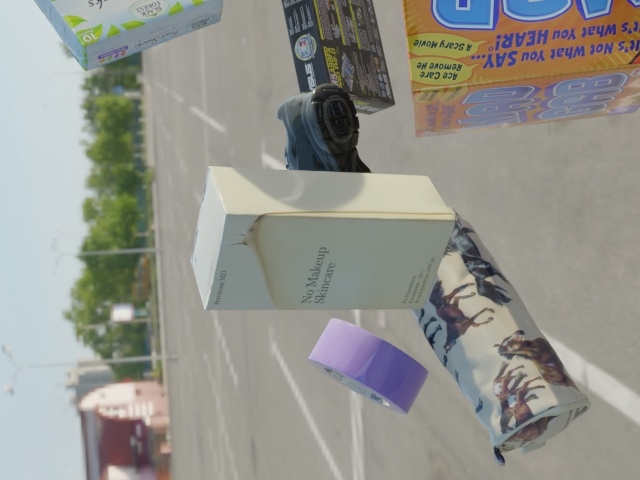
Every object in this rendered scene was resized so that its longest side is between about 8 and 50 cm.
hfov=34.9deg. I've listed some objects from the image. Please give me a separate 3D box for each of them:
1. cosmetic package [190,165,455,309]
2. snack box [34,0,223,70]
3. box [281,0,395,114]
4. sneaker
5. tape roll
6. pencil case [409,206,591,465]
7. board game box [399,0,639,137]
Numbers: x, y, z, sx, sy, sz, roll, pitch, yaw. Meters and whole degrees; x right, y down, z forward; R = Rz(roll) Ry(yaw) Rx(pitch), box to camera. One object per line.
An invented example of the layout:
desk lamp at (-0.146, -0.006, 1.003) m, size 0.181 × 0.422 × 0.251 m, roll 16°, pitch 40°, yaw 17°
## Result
cosmetic package at (0.000, 0.000, 1.332) m, size 0.113 × 0.310 × 0.160 m, roll -115°, pitch 32°, yaw -48°
snack box at (-0.173, -0.218, 0.911) m, size 0.100 × 0.141 × 0.037 m, roll 53°, pitch 152°, yaw 19°
box at (0.026, -0.361, 1.752) m, size 0.060 × 0.216 × 0.270 m, roll -16°, pitch 82°, yaw 34°
sneaker at (0.012, -0.104, 1.601) m, size 0.130 × 0.109 × 0.286 m, roll 1°, pitch 109°, yaw 47°
tape roll at (0.079, 0.209, 1.684) m, size 0.080 × 0.189 × 0.189 m, roll -59°, pitch 5°, yaw -12°
pencil case at (0.231, 0.130, 1.551) m, size 0.410 × 0.160 × 0.183 m, roll 59°, pitch 151°, yaw 26°
board game box at (0.291, -0.370, 1.470) m, size 0.356 × 0.357 × 0.356 m, roll 32°, pitch -128°, yaw -83°
